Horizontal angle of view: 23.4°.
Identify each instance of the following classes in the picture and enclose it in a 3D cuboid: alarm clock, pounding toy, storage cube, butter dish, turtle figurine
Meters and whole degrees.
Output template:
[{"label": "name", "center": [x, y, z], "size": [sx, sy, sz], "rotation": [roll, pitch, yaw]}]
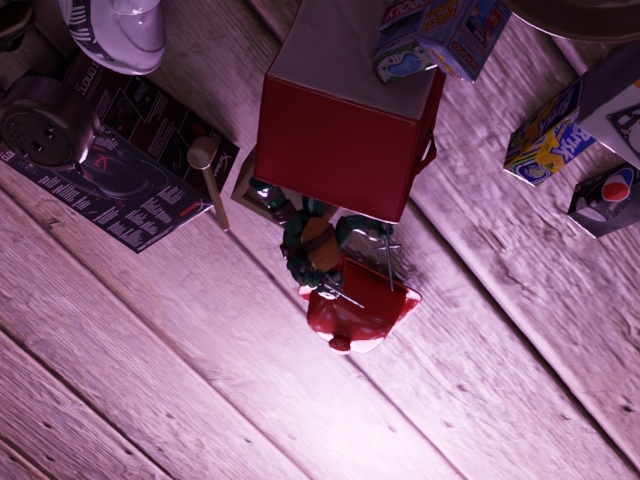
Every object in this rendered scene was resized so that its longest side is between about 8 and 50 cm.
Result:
[{"label": "alarm clock", "center": [-0.368, -0.158, 1.979], "size": [0.192, 0.064, 0.129], "rotation": [37, 140, -14]}, {"label": "pounding toy", "center": [-0.074, -0.093, 2.046], "size": [0.206, 0.094, 0.181], "rotation": [30, 128, -12]}, {"label": "storage cube", "center": [0.043, -0.168, 1.823], "size": [0.215, 0.184, 0.193], "rotation": [18, 145, 6]}, {"label": "butter dish", "center": [0.044, 0.114, 2.274], "size": [0.160, 0.118, 0.160], "rotation": [27, 145, -8]}, {"label": "turtle figurine", "center": [0.000, 0.000, 1.955], "size": [0.118, 0.175, 0.234], "rotation": [-5, 121, 38]}]

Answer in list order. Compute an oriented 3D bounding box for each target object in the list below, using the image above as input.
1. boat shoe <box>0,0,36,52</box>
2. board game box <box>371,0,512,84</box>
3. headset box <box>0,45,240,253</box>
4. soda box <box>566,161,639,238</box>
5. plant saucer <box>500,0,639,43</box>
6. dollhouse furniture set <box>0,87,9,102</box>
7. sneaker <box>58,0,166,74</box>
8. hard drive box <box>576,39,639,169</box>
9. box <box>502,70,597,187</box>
[{"label": "boat shoe", "center": [-0.414, -0.276, 2.042], "size": [0.049, 0.056, 0.152], "rotation": [38, 153, -31]}, {"label": "board game box", "center": [0.134, -0.244, 1.657], "size": [0.194, 0.194, 0.060], "rotation": [-16, 131, 42]}, {"label": "headset box", "center": [-0.295, -0.132, 2.119], "size": [0.293, 0.110, 0.218], "rotation": [35, 143, -20]}, {"label": "soda box", "center": [0.386, -0.061, 1.903], "size": [0.060, 0.053, 0.169], "rotation": [37, 143, -22]}, {"label": "plant saucer", "center": [0.290, -0.321, 1.544], "size": [0.277, 0.041, 0.278], "rotation": [4, 132, 4]}, {"label": "dollhouse furniture set", "center": [-0.611, -0.204, 2.169], "size": [0.262, 0.135, 0.259], "rotation": [38, 143, -24]}, {"label": "sneaker", "center": [-0.198, -0.327, 1.769], "size": [0.210, 0.137, 0.366], "rotation": [8, 141, 24]}, {"label": "hard drive box", "center": [0.435, -0.140, 1.721], "size": [0.232, 0.089, 0.181], "rotation": [31, 140, -16]}, {"label": "box", "center": [0.288, -0.131, 1.851], "size": [0.054, 0.059, 0.169], "rotation": [26, 146, -15]}]
